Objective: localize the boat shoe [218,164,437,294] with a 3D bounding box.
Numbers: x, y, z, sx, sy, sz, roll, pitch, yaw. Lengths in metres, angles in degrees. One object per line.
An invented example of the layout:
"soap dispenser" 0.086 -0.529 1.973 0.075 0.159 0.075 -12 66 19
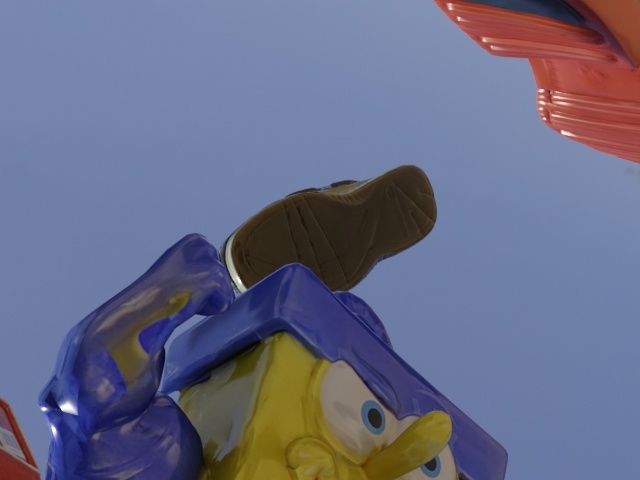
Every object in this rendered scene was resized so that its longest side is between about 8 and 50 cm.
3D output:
"boat shoe" 0.000 -0.001 0.945 0.223 0.073 0.080 -24 -84 -45

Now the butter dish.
"butter dish" -0.383 0.225 1.326 0.160 0.118 0.160 54 177 32

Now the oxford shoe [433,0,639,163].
"oxford shoe" 0.141 -0.100 0.550 0.096 0.098 0.271 14 171 32

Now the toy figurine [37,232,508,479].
"toy figurine" -0.048 0.087 0.385 0.362 0.191 0.217 42 -135 -19
